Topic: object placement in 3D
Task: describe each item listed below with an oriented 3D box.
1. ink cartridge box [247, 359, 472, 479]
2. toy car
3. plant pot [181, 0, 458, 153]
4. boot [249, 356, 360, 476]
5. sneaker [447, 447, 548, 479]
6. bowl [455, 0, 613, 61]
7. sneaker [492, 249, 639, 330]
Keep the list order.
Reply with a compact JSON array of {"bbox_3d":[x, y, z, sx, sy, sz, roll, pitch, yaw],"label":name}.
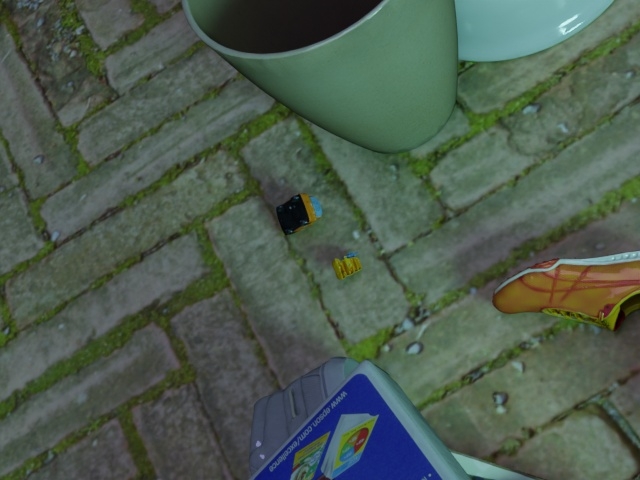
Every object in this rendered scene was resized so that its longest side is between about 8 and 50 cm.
[{"bbox_3d":[0.017,0.301,0.960,0.303,0.072,0.307,-46,46,9],"label":"ink cartridge box"},{"bbox_3d":[0.000,0.000,1.293,0.041,0.060,0.122,-16,64,-36],"label":"toy car"},{"bbox_3d":[0.038,-0.211,1.234,0.257,0.274,0.256,-13,57,21],"label":"plant pot"},{"bbox_3d":[0.006,0.238,1.117,0.123,0.095,0.258,-28,47,20],"label":"boot"},{"bbox_3d":[0.160,0.241,1.048,0.192,0.064,0.086,12,76,32],"label":"sneaker"},{"bbox_3d":[0.194,-0.354,1.328,0.298,0.134,0.297,-12,58,20],"label":"bowl"},{"bbox_3d":[0.241,0.051,1.114,0.175,0.064,0.067,-10,68,25],"label":"sneaker"}]
